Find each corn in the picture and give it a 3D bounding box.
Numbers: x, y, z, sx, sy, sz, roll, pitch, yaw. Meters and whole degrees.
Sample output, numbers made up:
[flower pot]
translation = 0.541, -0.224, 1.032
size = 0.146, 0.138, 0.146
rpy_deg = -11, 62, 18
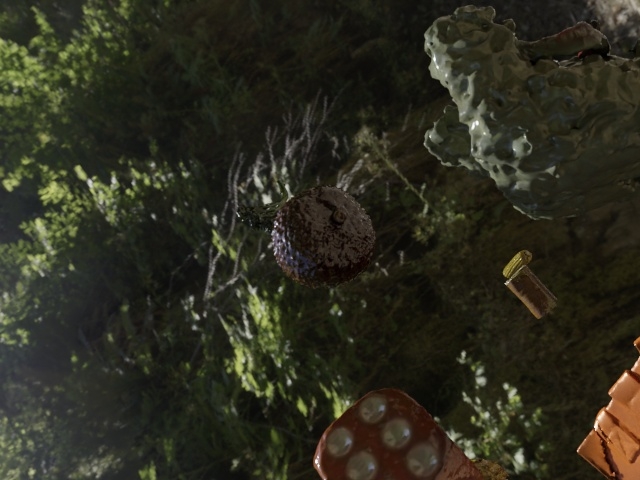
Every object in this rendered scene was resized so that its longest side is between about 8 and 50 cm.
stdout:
[corn]
translation = 0.483, 0.060, 1.370
size = 0.037, 0.037, 0.092
rpy_deg = 65, 150, 29

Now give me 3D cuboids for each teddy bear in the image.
[teddy bear]
translation = 0.326, -0.144, 0.763
size = 0.367, 0.357, 0.224
rpy_deg = 48, -136, -69

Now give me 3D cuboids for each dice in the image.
[dice]
translation = 0.105, 0.324, 0.765
size = 0.175, 0.174, 0.179
rpy_deg = 42, 169, 44

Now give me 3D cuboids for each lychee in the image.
[lychee]
translation = 0.002, 0.000, 0.978
size = 0.194, 0.194, 0.194
rpy_deg = 59, -172, -14

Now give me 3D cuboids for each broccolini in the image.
[broccolini]
translation = -0.161, -0.108, 1.578
size = 0.123, 0.062, 0.271
rpy_deg = 26, -147, -6

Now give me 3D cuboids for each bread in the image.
[bread]
translation = 0.354, 0.086, 0.932
size = 0.083, 0.047, 0.036
rpy_deg = 49, -174, 11

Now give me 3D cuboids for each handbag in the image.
[handbag]
translation = 0.698, 0.353, 1.041
size = 0.303, 0.116, 0.410
rpy_deg = 46, 134, 43

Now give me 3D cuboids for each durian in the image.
[durian]
translation = 0.345, 0.595, 1.261
size = 0.138, 0.183, 0.249
rpy_deg = -86, -26, -49
